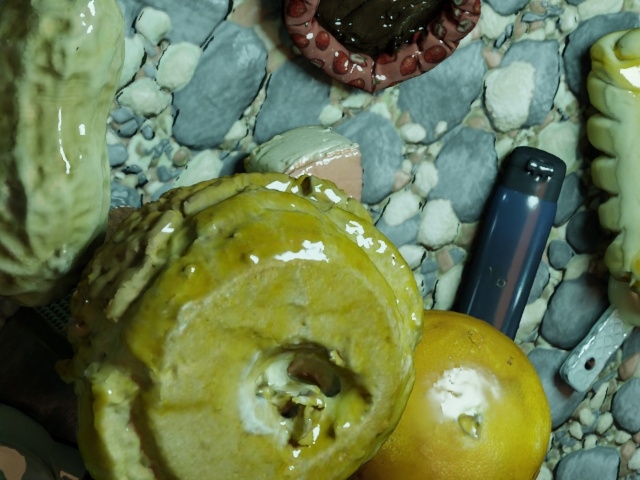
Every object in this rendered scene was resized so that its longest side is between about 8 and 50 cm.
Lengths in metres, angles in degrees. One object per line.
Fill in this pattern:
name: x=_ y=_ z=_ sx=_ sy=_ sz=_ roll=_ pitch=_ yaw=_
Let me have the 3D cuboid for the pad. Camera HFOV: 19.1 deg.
pad: x=-0.160 y=0.153 z=1.856 sx=0.323 sy=0.055 sz=0.250 roll=42 pitch=80 yaw=-11

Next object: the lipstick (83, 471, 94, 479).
lipstick: x=-0.192 y=0.298 z=1.859 sx=0.053 sy=0.053 sz=0.234 roll=-32 pitch=148 yaw=-21

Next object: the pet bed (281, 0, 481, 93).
pet bed: x=0.061 y=-0.228 z=1.852 sx=0.201 sy=0.053 sz=0.201 roll=-11 pitch=140 yaw=-10

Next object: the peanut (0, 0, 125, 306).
peanut: x=-0.245 y=-0.097 z=1.681 sx=0.140 sy=0.153 sz=0.325 roll=4 pitch=111 yaw=-19

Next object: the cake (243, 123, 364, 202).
cake: x=-0.018 y=0.003 z=1.886 sx=0.090 sy=0.109 sz=0.225 roll=-10 pitch=110 yaw=-30

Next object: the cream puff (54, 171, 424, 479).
cream puff: x=-0.080 y=0.092 z=1.730 sx=0.343 sy=0.231 sz=0.327 roll=-45 pitch=125 yaw=-1

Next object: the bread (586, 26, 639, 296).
bread: x=0.380 y=-0.084 z=2.084 sx=0.173 sy=0.121 sz=0.311 roll=-4 pitch=100 yaw=2

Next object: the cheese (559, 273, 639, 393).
cheese: x=0.354 y=0.073 z=2.185 sx=0.235 sy=0.050 sz=0.127 roll=-50 pitch=126 yaw=-10

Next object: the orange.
orange: x=0.115 y=0.189 z=1.940 sx=0.240 sy=0.240 sz=0.240 roll=-11 pitch=111 yaw=-30

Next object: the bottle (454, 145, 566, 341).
bottle: x=0.201 y=0.020 z=2.056 sx=0.072 sy=0.082 sz=0.244 roll=18 pitch=99 yaw=1

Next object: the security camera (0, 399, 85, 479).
security camera: x=-0.303 y=0.270 z=1.668 sx=0.191 sy=0.277 sz=0.197 roll=24 pitch=102 yaw=-25
